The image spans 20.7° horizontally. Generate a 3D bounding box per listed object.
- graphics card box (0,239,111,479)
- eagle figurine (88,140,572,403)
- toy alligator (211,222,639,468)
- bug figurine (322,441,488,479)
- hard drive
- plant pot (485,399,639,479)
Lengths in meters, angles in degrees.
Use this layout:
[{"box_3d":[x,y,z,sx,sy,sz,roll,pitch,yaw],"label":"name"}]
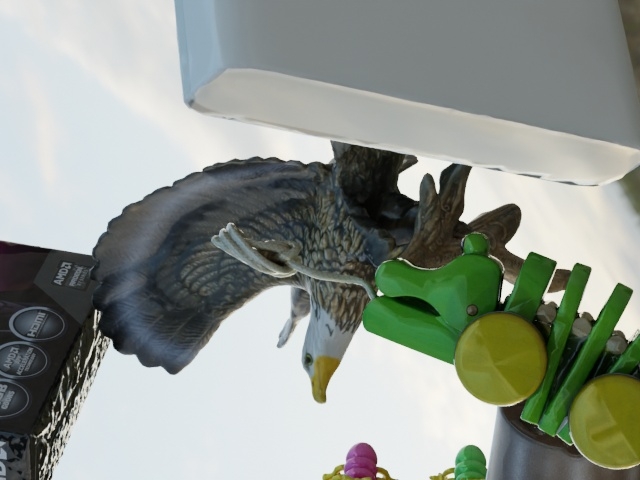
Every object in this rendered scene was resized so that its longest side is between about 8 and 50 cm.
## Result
[{"box_3d":[-0.363,0.080,1.341,0.233,0.370,0.094,-72,-9,-56],"label":"graphics card box"},{"box_3d":[-0.004,0.010,1.288,0.298,0.225,0.226,1,138,50],"label":"eagle figurine"},{"box_3d":[0.058,0.023,0.557,0.189,0.051,0.056,28,-175,8],"label":"toy alligator"},{"box_3d":[0.097,0.290,1.795,0.216,0.279,0.072,-89,0,-52],"label":"bug figurine"},{"box_3d":[0.025,-0.180,0.726,0.203,0.040,0.308,9,-118,-32],"label":"hard drive"},{"box_3d":[0.206,0.197,1.457,0.167,0.167,0.165,-104,11,-58],"label":"plant pot"}]
